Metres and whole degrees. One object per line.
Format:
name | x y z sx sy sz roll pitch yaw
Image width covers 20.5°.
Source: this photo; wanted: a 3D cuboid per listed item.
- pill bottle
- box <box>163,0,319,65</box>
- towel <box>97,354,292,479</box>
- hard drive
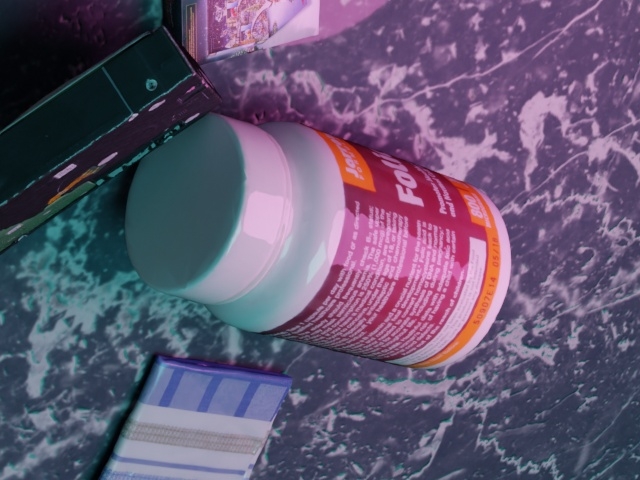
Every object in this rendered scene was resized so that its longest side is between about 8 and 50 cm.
pill bottle | 0.000 0.000 1.888 0.392 0.224 0.224 16 111 -43
box | -0.076 -0.294 1.737 0.159 0.044 0.233 -17 130 -25
towel | -0.167 0.266 2.104 0.209 0.034 0.285 11 113 -38
hard drive | -0.255 -0.070 1.641 0.339 0.064 0.237 -35 177 2
